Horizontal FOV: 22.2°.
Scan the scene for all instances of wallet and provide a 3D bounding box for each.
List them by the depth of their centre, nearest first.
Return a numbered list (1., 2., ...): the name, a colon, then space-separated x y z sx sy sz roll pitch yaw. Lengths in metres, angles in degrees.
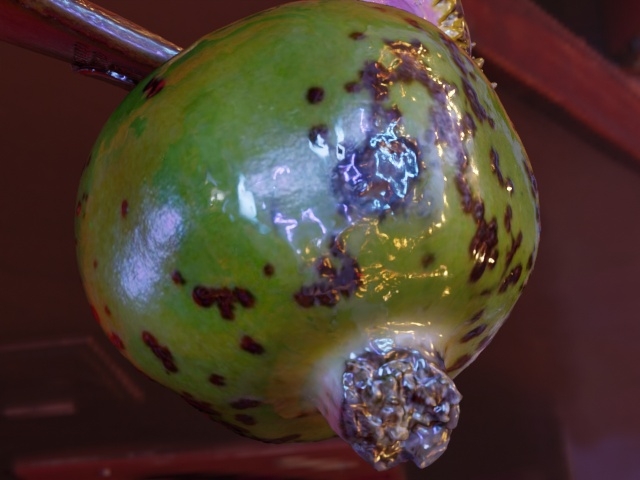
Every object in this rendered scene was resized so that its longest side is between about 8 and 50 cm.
1. wallet: -0.119 -0.115 1.046 0.137 0.255 0.031 148 -35 -77

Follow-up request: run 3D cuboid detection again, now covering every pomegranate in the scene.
1. pomegranate: 0.000 0.000 0.872 0.254 0.254 0.270 78 -14 -50

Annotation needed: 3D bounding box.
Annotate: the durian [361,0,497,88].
1. durian: 0.112 -0.159 1.558 0.191 0.112 0.341 -47 130 -58
